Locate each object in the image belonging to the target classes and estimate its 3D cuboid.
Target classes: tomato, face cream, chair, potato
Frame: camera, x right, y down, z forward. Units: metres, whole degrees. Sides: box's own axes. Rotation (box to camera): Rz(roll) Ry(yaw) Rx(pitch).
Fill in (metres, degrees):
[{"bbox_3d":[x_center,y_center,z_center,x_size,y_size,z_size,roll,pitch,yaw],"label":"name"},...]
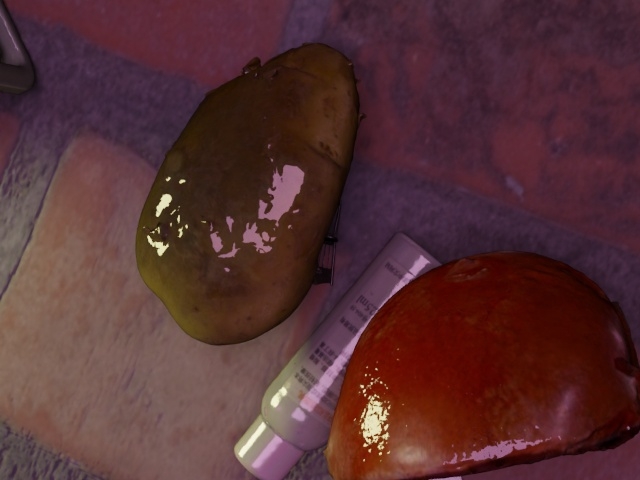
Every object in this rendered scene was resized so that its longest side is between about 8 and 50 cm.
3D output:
[{"bbox_3d":[0.136,0.097,1.087,0.309,0.309,0.170,-11,87,5],"label":"tomato"},{"bbox_3d":[0.019,0.116,1.201,0.082,0.082,0.269,41,93,5],"label":"face cream"},{"bbox_3d":[0.000,0.001,1.224,0.037,0.042,0.086,10,90,9],"label":"chair"},{"bbox_3d":[-0.065,-0.051,1.169,0.192,0.141,0.296,28,90,39],"label":"potato"}]

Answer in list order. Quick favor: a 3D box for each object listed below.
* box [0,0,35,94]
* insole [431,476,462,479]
[{"bbox_3d":[-0.422,-0.182,1.142,0.182,0.312,0.175,-28,86,12],"label":"box"},{"bbox_3d":[0.118,0.295,1.227,0.065,0.004,0.197,-9,88,5],"label":"insole"}]
